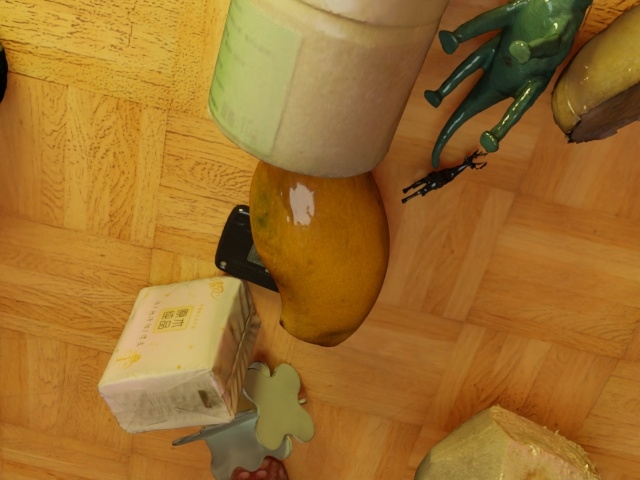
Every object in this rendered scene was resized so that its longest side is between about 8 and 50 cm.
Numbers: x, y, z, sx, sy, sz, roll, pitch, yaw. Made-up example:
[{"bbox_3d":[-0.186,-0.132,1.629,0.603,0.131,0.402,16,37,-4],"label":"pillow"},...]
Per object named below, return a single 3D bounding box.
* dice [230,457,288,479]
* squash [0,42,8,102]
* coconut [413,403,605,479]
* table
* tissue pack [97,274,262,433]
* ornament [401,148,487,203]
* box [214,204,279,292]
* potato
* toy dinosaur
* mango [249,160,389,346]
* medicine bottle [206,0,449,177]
[{"bbox_3d":[-0.112,0.459,1.660,0.094,0.093,0.091,-8,124,14],"label":"dice"},{"bbox_3d":[-0.537,-0.228,1.185,0.252,0.165,0.252,7,127,9],"label":"squash"},{"bbox_3d":[0.293,0.423,1.449,0.310,0.297,0.297,25,126,-16],"label":"coconut"},{"bbox_3d":[-0.136,0.306,1.523,0.198,0.166,0.166,-30,116,35],"label":"table"},{"bbox_3d":[-0.208,0.167,1.381,0.185,0.225,0.124,-8,124,14],"label":"tissue pack"},{"bbox_3d":[0.171,-0.089,1.232,0.125,0.073,0.028,-27,87,31],"label":"ornament"},{"bbox_3d":[-0.091,0.013,1.374,0.125,0.027,0.126,20,126,-5],"label":"box"},{"bbox_3d":[0.383,-0.209,1.089,0.243,0.098,0.138,-28,161,8],"label":"potato"},{"bbox_3d":[0.289,-0.263,1.089,0.129,0.331,0.383,48,162,11],"label":"toy dinosaur"},{"bbox_3d":[0.004,0.001,1.271,0.187,0.144,0.359,-15,125,0],"label":"mango"},{"bbox_3d":[0.028,-0.295,0.999,0.236,0.235,0.406,17,127,-4],"label":"medicine bottle"}]
